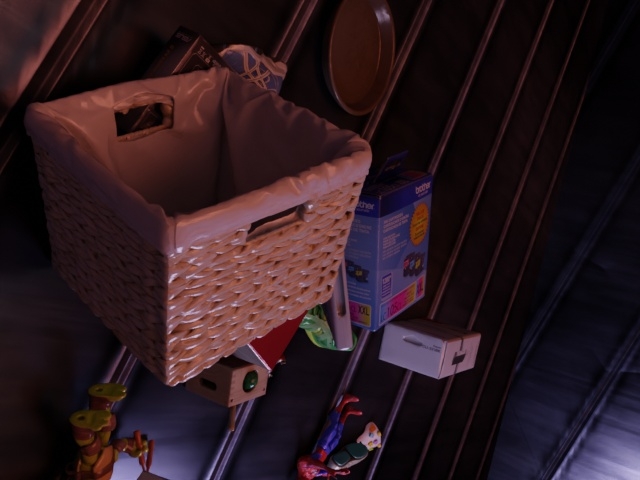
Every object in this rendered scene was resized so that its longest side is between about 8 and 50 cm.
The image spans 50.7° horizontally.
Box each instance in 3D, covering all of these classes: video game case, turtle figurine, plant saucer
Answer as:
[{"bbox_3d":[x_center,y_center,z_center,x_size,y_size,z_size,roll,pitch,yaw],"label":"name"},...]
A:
[{"bbox_3d":[0.000,0.000,1.320,0.036,0.329,0.300,-10,118,-7],"label":"video game case"},{"bbox_3d":[-0.346,0.336,1.070,0.269,0.087,0.217,-46,146,-62],"label":"turtle figurine"},{"bbox_3d":[0.083,-0.417,1.491,0.278,0.041,0.278,-25,121,-50],"label":"plant saucer"}]

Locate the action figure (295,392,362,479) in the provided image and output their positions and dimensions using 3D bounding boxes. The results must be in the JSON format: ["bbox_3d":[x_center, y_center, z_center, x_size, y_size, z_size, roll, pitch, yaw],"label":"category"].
[{"bbox_3d":[0.043,0.525,1.695,0.280,0.139,0.091,-46,136,-35],"label":"action figure"}]

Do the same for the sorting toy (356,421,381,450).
[{"bbox_3d":[0.133,0.579,1.944,0.075,0.045,0.083,-18,118,-32],"label":"sorting toy"}]

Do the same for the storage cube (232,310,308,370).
[{"bbox_3d":[-0.142,0.083,1.200,0.193,0.183,0.215,-58,144,-24],"label":"storage cube"}]

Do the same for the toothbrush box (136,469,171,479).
[{"bbox_3d":[-0.290,0.564,1.090,0.216,0.126,0.296,-59,162,-58],"label":"toothbrush box"}]

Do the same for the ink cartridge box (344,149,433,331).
[{"bbox_3d":[0.145,-0.020,1.637,0.270,0.151,0.396,-26,121,-50],"label":"ink cartridge box"}]

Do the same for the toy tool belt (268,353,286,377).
[{"bbox_3d":[-0.117,0.266,1.438,0.083,0.052,0.051,-4,136,-53],"label":"toy tool belt"}]

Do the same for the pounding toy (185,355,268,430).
[{"bbox_3d":[-0.170,0.270,1.263,0.130,0.141,0.100,-4,105,-56],"label":"pounding toy"}]

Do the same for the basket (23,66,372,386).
[{"bbox_3d":[-0.163,-0.040,0.917,0.328,0.331,0.266,-25,136,-39],"label":"basket"}]

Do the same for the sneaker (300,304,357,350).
[{"bbox_3d":[0.002,0.166,1.503,0.295,0.123,0.109,45,64,-52],"label":"sneaker"}]

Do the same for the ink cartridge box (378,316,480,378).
[{"bbox_3d":[0.322,0.308,1.977,0.273,0.197,0.114,6,97,-57],"label":"ink cartridge box"}]

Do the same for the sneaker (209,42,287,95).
[{"bbox_3d":[-0.129,-0.290,1.176,0.211,0.080,0.081,5,94,-56],"label":"sneaker"}]

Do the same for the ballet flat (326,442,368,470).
[{"bbox_3d":[0.068,0.595,1.843,0.168,0.057,0.052,2,127,-53],"label":"ballet flat"}]

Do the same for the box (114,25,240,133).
[{"bbox_3d":[-0.195,-0.199,1.089,0.183,0.056,0.231,-55,145,-2],"label":"box"}]
